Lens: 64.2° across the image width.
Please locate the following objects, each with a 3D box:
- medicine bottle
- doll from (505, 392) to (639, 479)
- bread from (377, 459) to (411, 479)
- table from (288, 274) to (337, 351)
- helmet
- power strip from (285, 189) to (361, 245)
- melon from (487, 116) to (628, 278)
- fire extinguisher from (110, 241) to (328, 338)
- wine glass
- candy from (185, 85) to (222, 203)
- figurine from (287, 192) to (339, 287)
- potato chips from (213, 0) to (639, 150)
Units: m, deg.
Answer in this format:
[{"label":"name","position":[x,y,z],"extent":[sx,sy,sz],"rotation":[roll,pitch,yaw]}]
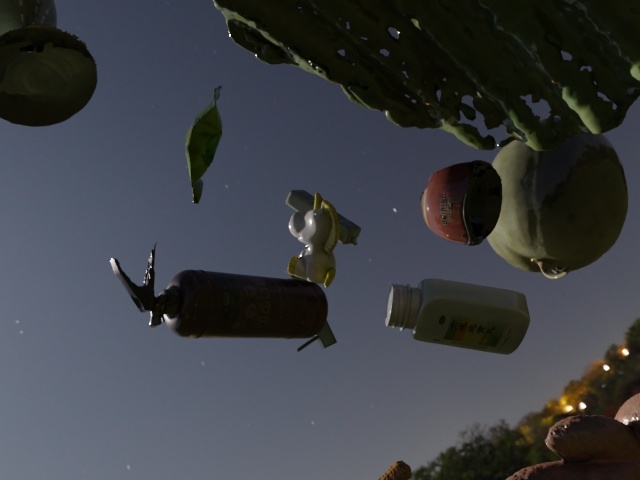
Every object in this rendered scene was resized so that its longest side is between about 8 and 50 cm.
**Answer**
[{"label":"medicine bottle","position":[0.327,0.183,1.259],"extent":[0.324,0.124,0.179],"rotation":[10,-45,2]},{"label":"doll","position":[0.348,0.291,0.619],"extent":[0.303,0.201,0.156],"rotation":[-25,-7,7]},{"label":"bread","position":[0.151,0.578,1.193],"extent":[0.044,0.052,0.157],"rotation":[38,-82,-31]},{"label":"table","position":[-0.056,0.215,1.500],"extent":[0.111,0.240,0.121],"rotation":[-24,-12,-9]},{"label":"helmet","position":[0.106,-0.029,0.398],"extent":[0.084,0.049,0.065],"rotation":[-8,-80,-55]},{"label":"power strip","position":[0.005,-0.075,1.515],"extent":[0.078,0.272,0.052],"rotation":[-10,-49,-54]},{"label":"melon","position":[0.433,-0.079,0.957],"extent":[0.308,0.272,0.272],"rotation":[-60,-34,-4]},{"label":"fire extinguisher","position":[-0.148,0.083,0.785],"extent":[0.344,0.138,0.102],"rotation":[11,-24,-41]},{"label":"wine glass","position":[-0.348,-0.241,0.566],"extent":[0.126,0.241,0.126],"rotation":[-30,-27,-17]},{"label":"candy","position":[-0.253,-0.213,1.091],"extent":[0.069,0.149,0.246],"rotation":[16,-70,-20]},{"label":"figurine","position":[-0.004,-0.004,0.969],"extent":[0.109,0.129,0.178],"rotation":[-8,-76,-30]},{"label":"potato chips","position":[0.104,-0.248,0.379],"extent":[0.389,0.097,0.373],"rotation":[18,-55,0]}]
